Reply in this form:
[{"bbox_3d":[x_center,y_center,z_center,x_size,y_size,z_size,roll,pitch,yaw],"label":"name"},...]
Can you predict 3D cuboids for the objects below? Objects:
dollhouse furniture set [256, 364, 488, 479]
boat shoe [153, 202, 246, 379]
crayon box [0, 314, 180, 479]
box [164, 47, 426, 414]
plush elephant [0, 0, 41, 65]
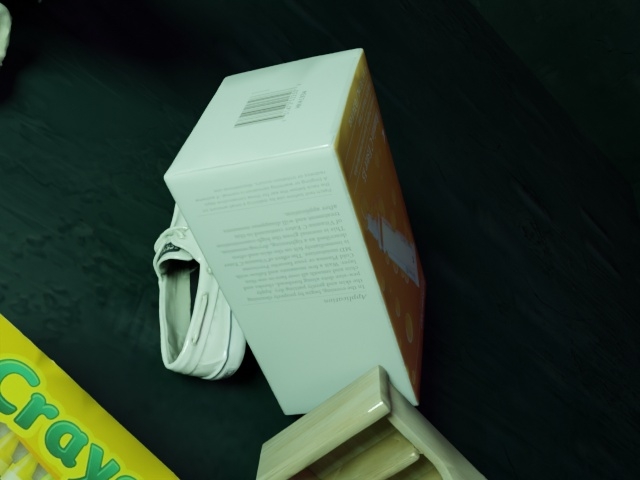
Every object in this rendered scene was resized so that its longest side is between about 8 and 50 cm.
[{"bbox_3d":[0.075,0.343,0.592,0.256,0.362,0.394,46,18,-16],"label":"dollhouse furniture set"},{"bbox_3d":[-0.146,0.023,0.768,0.088,0.096,0.267,19,60,-46],"label":"boat shoe"},{"bbox_3d":[-0.236,0.253,0.444,0.363,0.106,0.313,50,37,-17],"label":"crayon box"},{"bbox_3d":[0.000,0.000,0.758,0.215,0.168,0.345,-76,152,-50],"label":"box"},{"bbox_3d":[-0.350,-0.309,0.643,0.272,0.330,0.255,44,60,1],"label":"plush elephant"}]
